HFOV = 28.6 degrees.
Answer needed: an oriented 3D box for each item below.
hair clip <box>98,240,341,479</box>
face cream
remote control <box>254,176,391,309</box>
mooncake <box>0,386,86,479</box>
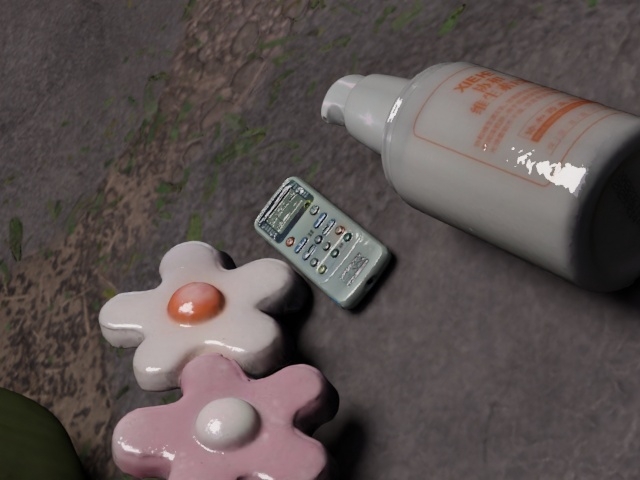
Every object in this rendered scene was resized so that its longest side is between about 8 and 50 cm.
[{"bbox_3d":[-0.066,0.089,0.808,0.257,0.146,0.075,-110,18,-60],"label":"hair clip"},{"bbox_3d":[0.093,-0.057,0.771,0.251,0.101,0.101,29,88,45],"label":"face cream"},{"bbox_3d":[0.000,0.000,0.877,0.053,0.018,0.124,-52,45,4],"label":"remote control"},{"bbox_3d":[-0.320,0.241,0.878,0.351,0.187,0.351,-30,48,40],"label":"mooncake"}]
